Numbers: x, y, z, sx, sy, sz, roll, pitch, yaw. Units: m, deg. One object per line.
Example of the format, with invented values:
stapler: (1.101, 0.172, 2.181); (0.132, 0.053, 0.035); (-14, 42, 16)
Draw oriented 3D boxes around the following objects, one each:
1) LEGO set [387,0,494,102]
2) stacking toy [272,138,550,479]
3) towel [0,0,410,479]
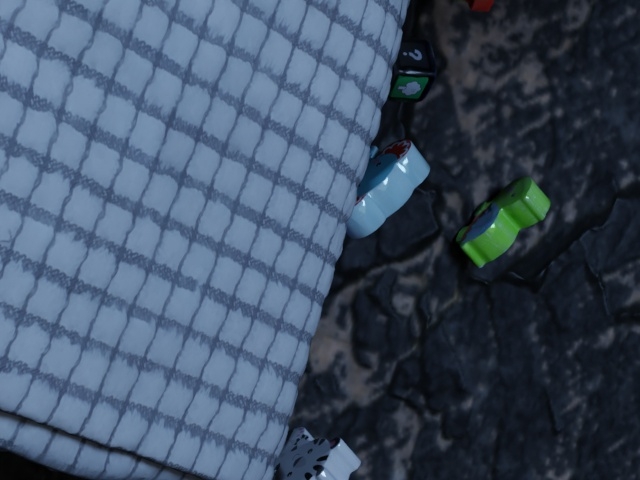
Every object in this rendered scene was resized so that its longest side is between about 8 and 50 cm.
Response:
LEGO set: (0.063, -0.185, 0.825); (0.060, 0.182, 0.244); (3, 86, -19)
stacking toy: (0.000, 0.000, 0.908); (0.221, 0.052, 0.167); (-48, 115, -16)
towel: (-0.101, -0.039, 0.718); (0.283, 0.121, 0.235); (25, 82, -53)
